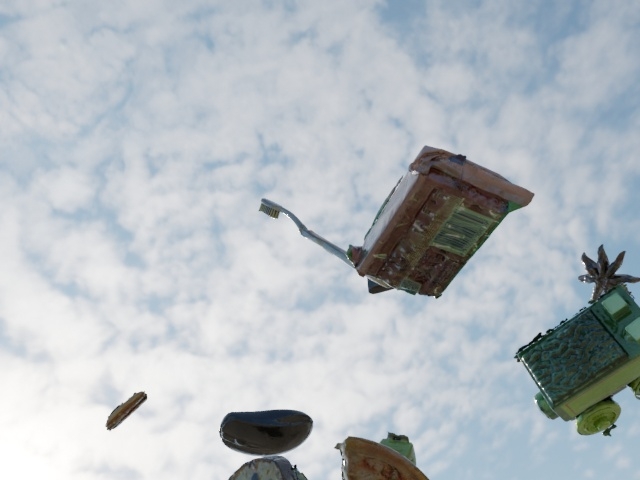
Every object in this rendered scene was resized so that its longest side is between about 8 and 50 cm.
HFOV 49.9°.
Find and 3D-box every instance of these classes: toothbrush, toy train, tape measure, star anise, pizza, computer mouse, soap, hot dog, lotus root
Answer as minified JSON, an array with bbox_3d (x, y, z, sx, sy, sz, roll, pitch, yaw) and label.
[{"bbox_3d":[0.000,0.000,1.369,0.028,0.375,0.037,6,-69,-51],"label":"toothbrush"},{"bbox_3d":[0.488,0.216,1.202,0.271,0.159,0.188,-37,-47,13],"label":"toy train"},{"bbox_3d":[0.140,0.524,1.392,0.106,0.200,0.175,-2,-65,27],"label":"tape measure"},{"bbox_3d":[0.596,0.075,1.439,0.042,0.141,0.141,-18,-47,-41],"label":"star anise"},{"bbox_3d":[0.077,0.423,1.098,0.185,0.052,0.195,29,-83,9],"label":"pizza"},{"bbox_3d":[-0.149,0.543,1.917,0.269,0.086,0.138,-1,-56,-9],"label":"computer mouse"},{"bbox_3d":[0.187,-0.019,1.147,0.217,0.098,0.273,24,-44,-4],"label":"soap"},{"bbox_3d":[-0.314,0.272,1.108,0.083,0.021,0.037,-40,-21,-13],"label":"hot dog"},{"bbox_3d":[-0.120,0.594,1.617,0.074,0.260,0.170,17,-107,-43],"label":"lotus root"}]

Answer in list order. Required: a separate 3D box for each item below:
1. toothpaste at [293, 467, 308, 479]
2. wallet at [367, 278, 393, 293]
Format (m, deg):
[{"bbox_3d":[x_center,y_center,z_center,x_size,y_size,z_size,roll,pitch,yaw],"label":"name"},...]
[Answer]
[{"bbox_3d":[0.004,0.691,1.640,0.089,0.313,0.071,-37,-25,-13],"label":"toothpaste"},{"bbox_3d":[0.222,0.061,1.818,0.244,0.124,0.025,-16,-21,36],"label":"wallet"}]
